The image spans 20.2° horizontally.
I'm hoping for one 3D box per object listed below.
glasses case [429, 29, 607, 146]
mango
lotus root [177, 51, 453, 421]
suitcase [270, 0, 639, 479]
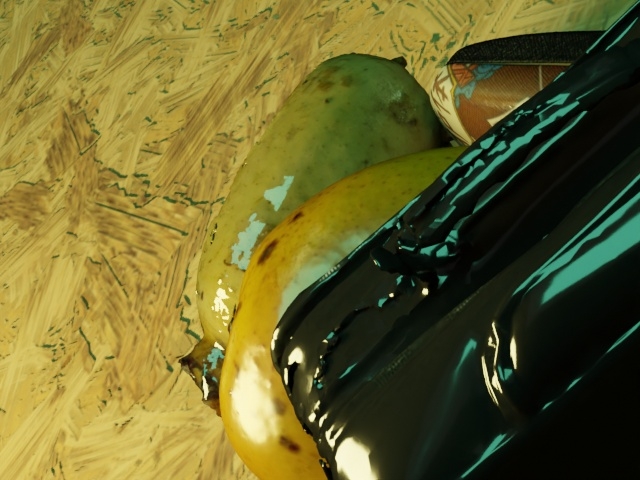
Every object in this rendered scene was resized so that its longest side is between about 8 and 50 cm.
[{"bbox_3d":[0.190,-0.070,1.107,0.321,0.122,0.082,9,63,56],"label":"glasses case"},{"bbox_3d":[0.069,0.040,1.082,0.290,0.160,0.191,-26,65,6],"label":"mango"},{"bbox_3d":[0.000,0.000,1.242,0.146,0.160,0.284,13,63,50],"label":"lotus root"},{"bbox_3d":[0.186,0.034,0.769,0.345,0.339,0.188,-42,45,15],"label":"suitcase"}]
